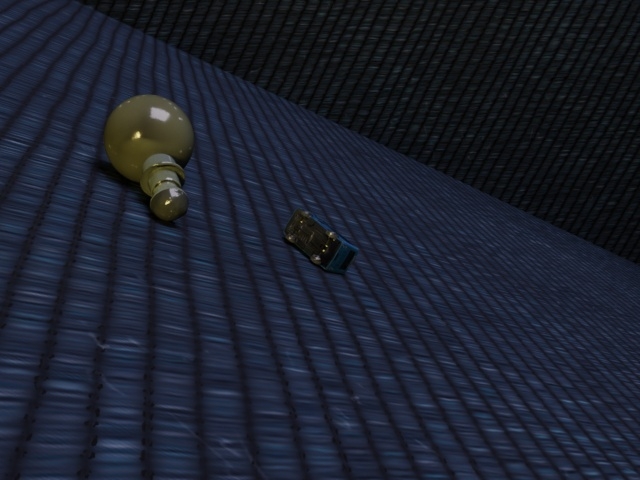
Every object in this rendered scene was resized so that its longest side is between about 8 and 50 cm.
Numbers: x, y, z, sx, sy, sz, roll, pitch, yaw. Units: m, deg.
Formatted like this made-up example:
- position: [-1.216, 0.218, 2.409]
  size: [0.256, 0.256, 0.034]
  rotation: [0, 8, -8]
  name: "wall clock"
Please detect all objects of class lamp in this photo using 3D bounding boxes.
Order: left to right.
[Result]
- position: [-0.162, -0.076, 0.893]
  size: [0.091, 0.091, 0.163]
  rotation: [18, 31, -33]
  name: "lamp"

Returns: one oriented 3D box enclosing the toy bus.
- position: [0.000, 0.000, 0.986]
  size: [0.046, 0.038, 0.083]
  rotation: [20, 15, -48]
  name: "toy bus"
